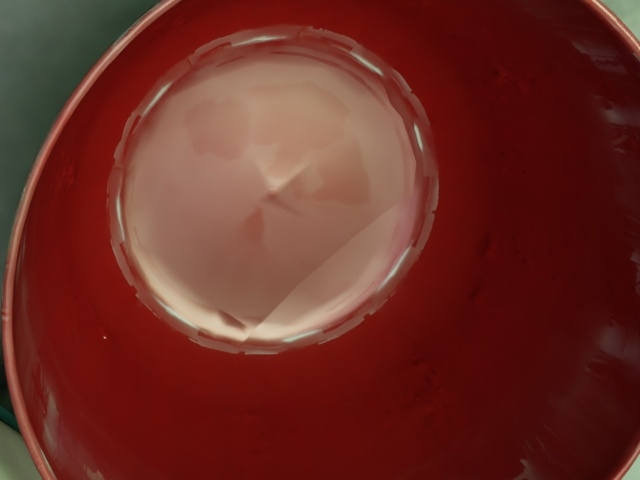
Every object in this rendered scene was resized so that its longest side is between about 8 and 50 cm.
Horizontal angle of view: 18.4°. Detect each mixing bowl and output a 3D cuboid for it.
[{"bbox_3d":[0.000,0.000,0.524,0.181,0.098,0.181,-5,108,-15],"label":"mixing bowl"}]

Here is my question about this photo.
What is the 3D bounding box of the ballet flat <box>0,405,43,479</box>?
[{"bbox_3d":[-0.063,0.109,0.545,0.248,0.086,0.086,32,96,-17],"label":"ballet flat"}]
